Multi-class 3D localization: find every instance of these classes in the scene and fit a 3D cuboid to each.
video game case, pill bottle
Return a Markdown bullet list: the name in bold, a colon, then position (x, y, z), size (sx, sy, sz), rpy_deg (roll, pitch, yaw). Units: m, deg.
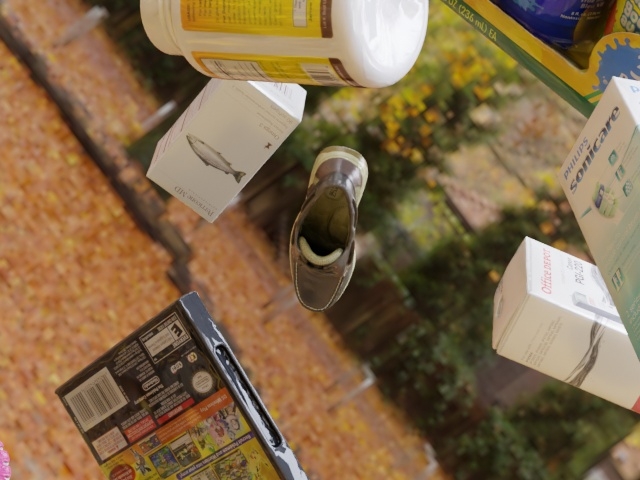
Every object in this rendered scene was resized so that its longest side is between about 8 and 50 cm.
- **video game case**: position (-0.155, 0.217, 1.612), size (0.035, 0.275, 0.248), rpy_deg (-27, 84, -47)
- **pill bottle**: position (-0.033, -0.180, 1.137), size (0.215, 0.117, 0.117), rpy_deg (8, -29, 34)

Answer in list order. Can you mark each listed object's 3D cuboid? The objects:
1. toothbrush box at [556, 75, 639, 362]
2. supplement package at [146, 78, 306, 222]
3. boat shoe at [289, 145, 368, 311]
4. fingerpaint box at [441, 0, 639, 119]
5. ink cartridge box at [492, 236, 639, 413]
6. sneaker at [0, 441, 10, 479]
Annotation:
- **toothbrush box**: position (0.358, 0.009, 1.255), size (0.216, 0.126, 0.296), rpy_deg (6, 43, -21)
- **supplement package**: position (-0.114, -0.131, 1.796), size (0.105, 0.179, 0.105), rpy_deg (36, 23, -14)
- **boat shoe**: position (0.001, 0.000, 1.639), size (0.080, 0.224, 0.073), rpy_deg (17, 39, 6)
- **fingerpaint box**: position (0.279, -0.353, 1.513), size (0.445, 0.163, 0.371), rpy_deg (43, -35, 20)
- **ink cartridge box**: position (0.314, 0.100, 1.690), size (0.217, 0.092, 0.158), rpy_deg (21, 25, -3)
- **sneaker**: position (-0.356, 0.307, 1.424), size (0.103, 0.111, 0.252), rpy_deg (26, 37, -35)
